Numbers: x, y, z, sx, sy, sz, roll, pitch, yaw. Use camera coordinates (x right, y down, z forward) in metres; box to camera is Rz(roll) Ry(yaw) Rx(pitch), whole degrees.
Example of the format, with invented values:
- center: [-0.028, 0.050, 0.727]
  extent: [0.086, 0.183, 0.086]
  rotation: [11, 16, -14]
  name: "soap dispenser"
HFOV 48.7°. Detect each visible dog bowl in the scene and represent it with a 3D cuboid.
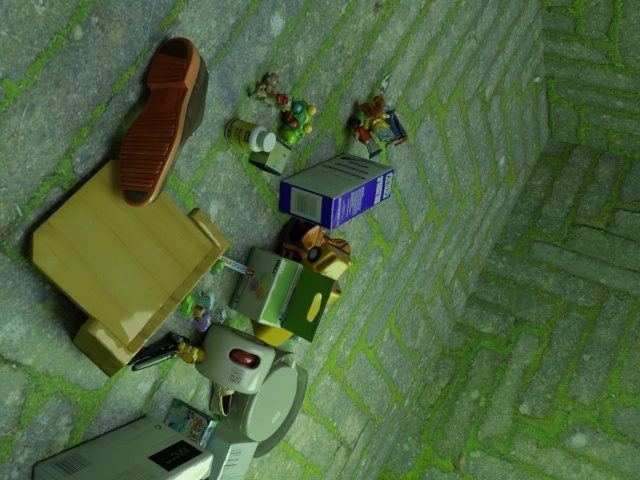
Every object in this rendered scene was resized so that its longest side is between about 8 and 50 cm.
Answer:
- center: [-0.175, 0.492, 2.186]
  extent: [0.349, 0.102, 0.348]
  rotation: [-37, 138, -43]
  name: "dog bowl"

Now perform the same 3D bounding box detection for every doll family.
- center: [0.199, -0.376, 2.219]
  extent: [0.118, 0.163, 0.263]
  rotation: [-35, 177, 40]
  name: "doll family"

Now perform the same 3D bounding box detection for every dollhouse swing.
- center: [-0.432, 0.053, 1.515]
  extent: [0.347, 0.305, 0.315]
  rotation: [-53, -172, -28]
  name: "dollhouse swing"

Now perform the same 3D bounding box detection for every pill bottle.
- center: [-0.168, -0.251, 1.708]
  extent: [0.065, 0.116, 0.065]
  rotation: [-37, 137, -45]
  name: "pill bottle"

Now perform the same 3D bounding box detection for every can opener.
- center: [-0.391, 0.278, 1.725]
  extent: [0.186, 0.059, 0.073]
  rotation: [-20, 125, -55]
  name: "can opener"

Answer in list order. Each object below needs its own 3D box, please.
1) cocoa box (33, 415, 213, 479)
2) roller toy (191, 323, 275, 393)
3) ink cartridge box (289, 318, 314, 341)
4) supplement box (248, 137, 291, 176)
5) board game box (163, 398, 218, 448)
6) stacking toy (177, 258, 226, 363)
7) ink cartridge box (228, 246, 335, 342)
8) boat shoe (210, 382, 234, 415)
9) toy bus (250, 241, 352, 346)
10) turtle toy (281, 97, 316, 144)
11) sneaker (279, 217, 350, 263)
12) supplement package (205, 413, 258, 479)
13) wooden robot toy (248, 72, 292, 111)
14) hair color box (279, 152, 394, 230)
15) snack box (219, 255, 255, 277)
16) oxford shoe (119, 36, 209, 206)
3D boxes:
- center: [-0.459, 0.603, 1.639]
  extent: [0.347, 0.231, 0.228]
  rotation: [-13, 119, -57]
  name: "cocoa box"
- center: [-0.232, 0.320, 1.886]
  extent: [0.209, 0.191, 0.146]
  rotation: [29, 83, -61]
  name: "roller toy"
- center: [-0.047, 0.246, 2.330]
  extent: [0.179, 0.045, 0.145]
  rotation: [-15, 121, -77]
  name: "ink cartridge box"
- center: [-0.131, -0.224, 1.850]
  extent: [0.083, 0.056, 0.083]
  rotation: [25, 86, -61]
  name: "supplement box"
- center: [-0.368, 0.536, 1.850]
  extent: [0.035, 0.136, 0.201]
  rotation: [35, 77, -60]
  name: "board game box"
- center: [-0.282, 0.171, 1.718]
  extent: [0.167, 0.052, 0.221]
  rotation: [-58, 165, -49]
  name: "stacking toy"
- center: [-0.105, 0.143, 1.907]
  extent: [0.097, 0.255, 0.188]
  rotation: [24, 87, -47]
  name: "ink cartridge box"
- center: [-0.271, 0.424, 2.022]
  extent: [0.063, 0.059, 0.170]
  rotation: [-20, 125, -54]
  name: "boat shoe"
- center: [-0.053, 0.152, 2.003]
  extent: [0.333, 0.130, 0.108]
  rotation: [-40, 135, 23]
  name: "toy bus"
- center: [-0.063, -0.317, 1.885]
  extent: [0.066, 0.095, 0.130]
  rotation: [10, 101, -22]
  name: "turtle toy"
- center: [0.000, 0.000, 2.146]
  extent: [0.321, 0.125, 0.180]
  rotation: [-21, 126, -54]
  name: "sneaker"
- center: [-0.315, 0.604, 1.923]
  extent: [0.149, 0.194, 0.203]
  rotation: [27, 85, -62]
  name: "supplement package"
- center: [-0.112, -0.380, 1.776]
  extent: [0.173, 0.076, 0.079]
  rotation: [10, 88, -61]
  name: "wooden robot toy"
- center: [0.053, -0.151, 2.079]
  extent: [0.339, 0.185, 0.110]
  rotation: [-31, 134, -48]
  name: "hair color box"
- center: [-0.241, 0.058, 1.835]
  extent: [0.178, 0.064, 0.022]
  rotation: [33, 77, -60]
  name: "snack box"
- center: [-0.301, -0.225, 1.445]
  extent: [0.133, 0.130, 0.363]
  rotation: [43, 60, -62]
  name: "oxford shoe"
